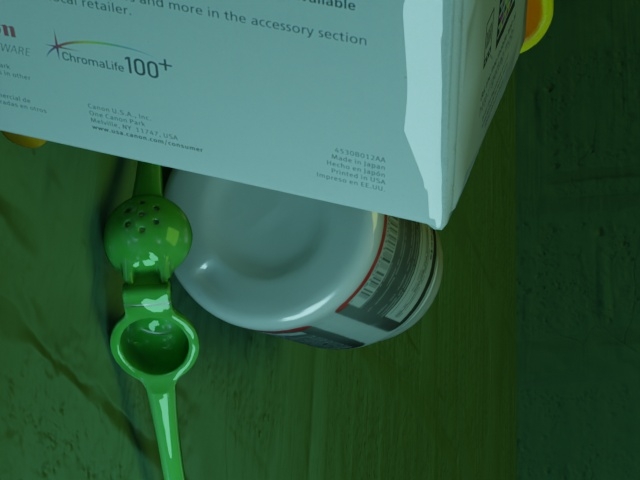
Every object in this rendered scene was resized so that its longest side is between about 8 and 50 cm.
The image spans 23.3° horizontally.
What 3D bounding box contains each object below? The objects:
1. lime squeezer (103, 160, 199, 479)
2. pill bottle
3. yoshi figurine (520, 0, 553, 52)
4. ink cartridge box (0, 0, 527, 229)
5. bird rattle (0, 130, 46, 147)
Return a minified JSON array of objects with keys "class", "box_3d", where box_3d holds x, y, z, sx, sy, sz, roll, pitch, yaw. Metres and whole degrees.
[{"class":"lime squeezer","box_3d":[-0.112,0.038,1.010,0.110,0.059,0.310,161,-75,-75]},{"class":"pill bottle","box_3d":[0.000,0.000,1.193,0.283,0.161,0.161,28,59,-73]},{"class":"yoshi figurine","box_3d":[-0.013,-0.183,1.025,0.203,0.203,0.362,30,9,-40]},{"class":"ink cartridge box","box_3d":[-0.081,-0.172,0.541,0.271,0.309,0.130,90,19,-44]},{"class":"bird rattle","box_3d":[-0.134,-0.163,0.805,0.207,0.143,0.253,-60,155,-21]}]
